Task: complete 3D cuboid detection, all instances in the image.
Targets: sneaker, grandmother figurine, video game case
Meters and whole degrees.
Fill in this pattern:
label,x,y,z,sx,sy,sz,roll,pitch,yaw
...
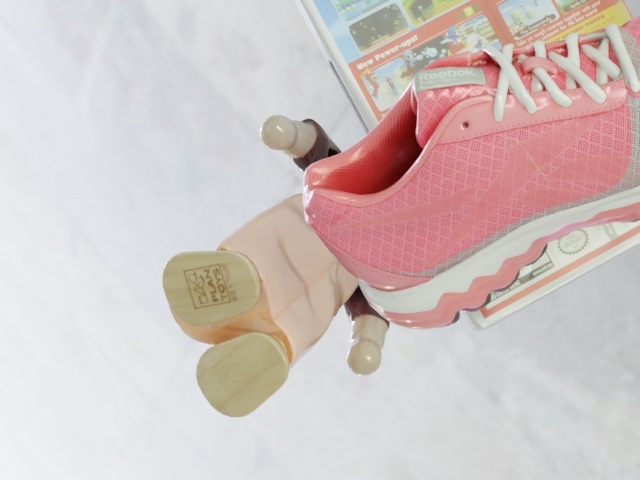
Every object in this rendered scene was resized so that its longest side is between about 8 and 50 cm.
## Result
label,x,y,z,sx,sy,sz,roll,pitch,yaw
sneaker,0.123,-0.065,0.891,0.136,0.314,0.116,40,-155,-33
grandmother figurine,0.000,0.000,1.179,0.104,0.342,0.208,-5,104,27
video game case,0.126,-0.109,1.049,0.285,0.204,0.025,62,171,0
